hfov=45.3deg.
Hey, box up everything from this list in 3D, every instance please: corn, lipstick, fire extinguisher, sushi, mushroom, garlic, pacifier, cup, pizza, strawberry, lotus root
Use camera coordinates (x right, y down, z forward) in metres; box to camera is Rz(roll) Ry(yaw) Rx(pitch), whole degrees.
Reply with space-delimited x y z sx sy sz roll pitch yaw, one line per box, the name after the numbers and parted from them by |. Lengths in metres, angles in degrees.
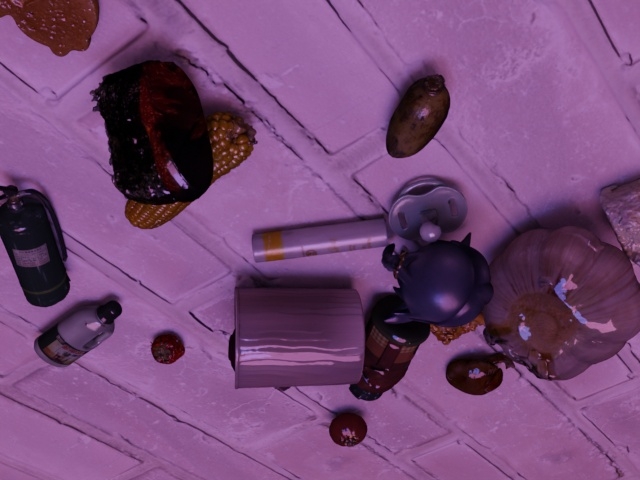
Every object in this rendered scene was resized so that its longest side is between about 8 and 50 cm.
-0.238 -0.112 1.326 0.102 0.102 0.313 33 124 -33 | corn
0.000 0.000 1.495 0.263 0.059 0.059 -7 136 3 | lipstick
-0.539 -0.005 1.420 0.118 0.093 0.294 -22 140 -21 | fire extinguisher
-0.256 -0.161 1.196 0.126 0.136 0.225 -10 101 34 | sushi
0.389 0.325 1.856 0.170 0.080 0.135 -26 143 25 | mushroom
0.474 0.115 1.515 0.321 0.241 0.322 3 117 7 | garlic
0.201 -0.045 1.429 0.150 0.117 0.127 -8 121 7 | pacifier
-0.057 0.225 1.613 0.273 0.208 0.288 -1 128 -7 | cup
0.292 0.194 1.737 0.178 0.041 0.131 12 135 -17 | pizza
-0.338 0.243 1.721 0.073 0.073 0.083 -27 168 22 | strawberry
0.163 -0.203 1.278 0.080 0.089 0.179 32 139 5 | lotus root

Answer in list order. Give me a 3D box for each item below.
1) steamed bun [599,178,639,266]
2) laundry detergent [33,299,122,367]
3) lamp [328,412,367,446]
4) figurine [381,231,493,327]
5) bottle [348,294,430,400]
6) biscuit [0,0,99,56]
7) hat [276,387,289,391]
0.672 -0.037 1.442 0.225 0.170 0.200 -26 127 19 | steamed bun
-0.507 0.192 1.641 0.225 0.070 0.099 -33 121 25 | laundry detergent
0.072 0.491 1.990 0.101 0.090 0.101 -5 134 -5 | lamp
0.217 0.080 1.472 0.197 0.175 0.265 -6 175 -27 | figurine
0.139 0.248 1.715 0.156 0.143 0.271 -24 148 -40 | bottle
-0.411 -0.361 1.099 0.166 0.036 0.225 -32 133 26 | biscuit
-0.082 0.318 1.839 0.058 0.042 0.087 22 97 -35 | hat
